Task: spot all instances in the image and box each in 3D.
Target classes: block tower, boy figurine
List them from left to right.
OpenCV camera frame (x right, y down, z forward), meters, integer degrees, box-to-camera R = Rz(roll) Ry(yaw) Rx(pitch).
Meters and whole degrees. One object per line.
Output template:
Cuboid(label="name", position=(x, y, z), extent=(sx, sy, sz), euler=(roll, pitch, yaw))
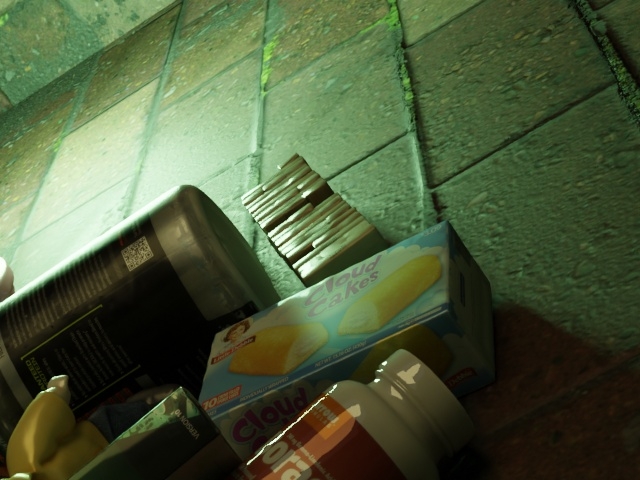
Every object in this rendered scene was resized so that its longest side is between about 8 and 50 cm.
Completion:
Cuboid(label="boy figurine", position=(-0.209, 0.206, 1.260), extent=(0.092, 0.177, 0.285), euler=(-24, -2, 26))
Cuboid(label="block tower", position=(0.000, 0.000, 1.550), extent=(0.097, 0.091, 0.335), euler=(-35, 21, -1))

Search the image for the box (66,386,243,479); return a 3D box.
Cuboid(label="box", position=(-0.193, 0.269, 1.137), extent=(0.322, 0.232, 0.058), euler=(-40, 66, -10))

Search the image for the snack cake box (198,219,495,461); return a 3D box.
Cuboid(label="snack cake box", position=(0.023, 0.104, 1.295), extent=(0.264, 0.089, 0.152), euler=(-27, 27, 19))

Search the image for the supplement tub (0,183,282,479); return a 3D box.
Cuboid(label="supplement tub", position=(-0.217, 0.111, 1.487), extent=(0.338, 0.207, 0.207), euler=(-33, 22, 5))

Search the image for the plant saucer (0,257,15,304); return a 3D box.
Cuboid(label="plant saucer", position=(-0.571, 0.158, 2.081), extent=(0.332, 0.084, 0.332), euler=(-31, 21, 14))

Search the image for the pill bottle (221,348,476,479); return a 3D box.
Cuboid(label="pill bottle", position=(0.012, 0.187, 1.106), extent=(0.216, 0.121, 0.121), euler=(-41, 22, -11))
